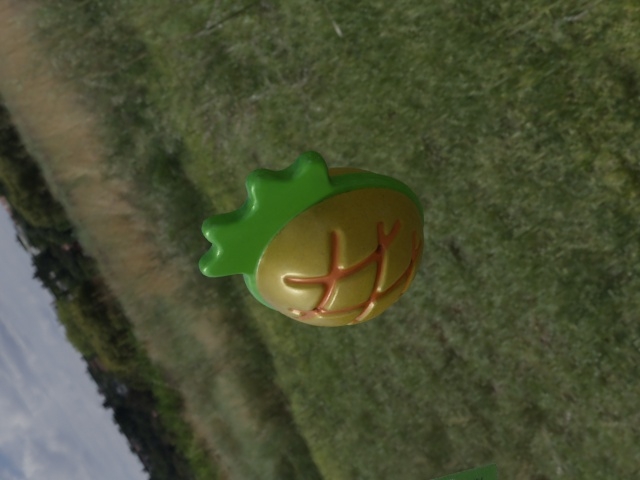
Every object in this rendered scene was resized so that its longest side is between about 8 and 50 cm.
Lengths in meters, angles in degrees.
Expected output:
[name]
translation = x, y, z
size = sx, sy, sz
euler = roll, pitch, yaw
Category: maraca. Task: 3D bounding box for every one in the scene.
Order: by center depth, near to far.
[maraca]
translation = 0.000, 0.000, 0.589
size = 0.186, 0.127, 0.099
euler = 23, -156, -51

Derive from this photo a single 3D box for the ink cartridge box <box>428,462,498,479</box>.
[ink cartridge box]
translation = 0.079, 0.343, 0.804
size = 0.189, 0.097, 0.255
euler = -32, 51, 45
